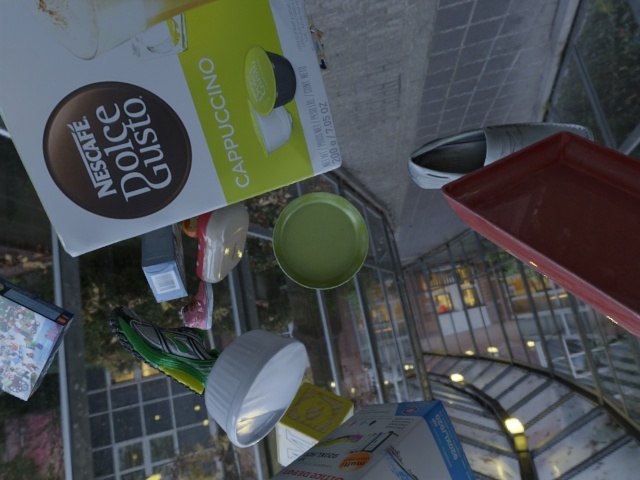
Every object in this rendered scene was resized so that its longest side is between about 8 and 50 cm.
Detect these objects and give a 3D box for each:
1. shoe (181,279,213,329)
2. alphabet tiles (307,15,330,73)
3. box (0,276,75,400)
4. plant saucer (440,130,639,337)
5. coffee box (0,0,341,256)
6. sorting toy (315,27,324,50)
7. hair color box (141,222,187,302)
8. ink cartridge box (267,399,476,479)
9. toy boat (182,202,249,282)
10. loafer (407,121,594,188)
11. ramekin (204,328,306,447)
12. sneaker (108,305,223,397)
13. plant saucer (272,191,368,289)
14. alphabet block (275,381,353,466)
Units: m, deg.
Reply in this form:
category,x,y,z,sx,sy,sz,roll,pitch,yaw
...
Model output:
category,x,y,z,sx,sy,sz,roll,pitch,yaw
shoe,-0.363,0.191,1.210,0.081,0.178,0.063,-5,-151,-26
alphabet tiles,-0.157,-0.571,1.343,0.342,0.285,0.011,-18,-160,12
box,-0.628,0.206,0.845,0.233,0.159,0.044,-55,-167,20
plant saucer,0.307,-0.020,0.452,0.259,0.258,0.048,-25,138,-26
coffee box,-0.224,-0.210,0.565,0.334,0.338,0.338,-22,-164,-21
sorting toy,-0.013,-0.735,1.511,0.062,0.083,0.012,-55,-178,26
hair color box,-0.591,0.029,1.558,0.113,0.374,0.185,-13,133,-13
ink cartridge box,0.079,0.361,0.583,0.232,0.168,0.171,-17,172,-43
toy boat,-0.273,-0.017,1.017,0.151,0.151,0.231,-52,168,-46
loafer,0.321,-0.157,0.761,0.319,0.112,0.111,-9,171,22
ramekin,-0.161,0.345,1.011,0.127,0.273,0.273,22,-176,27
sneaker,-0.404,0.273,1.100,0.134,0.146,0.343,-1,140,50
plant saucer,0.000,0.000,1.031,0.241,0.241,0.037,-10,180,-10
alphabet block,-0.018,0.616,1.327,0.193,0.197,0.192,12,-152,26
